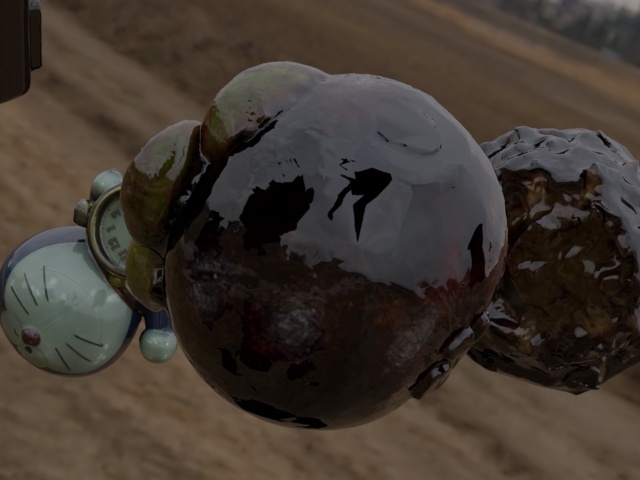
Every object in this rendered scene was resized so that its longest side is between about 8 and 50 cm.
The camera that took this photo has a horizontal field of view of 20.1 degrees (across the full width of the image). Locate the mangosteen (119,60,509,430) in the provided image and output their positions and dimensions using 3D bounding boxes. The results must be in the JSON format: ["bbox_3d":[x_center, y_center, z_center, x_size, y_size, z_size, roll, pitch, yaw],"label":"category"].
[{"bbox_3d":[0.000,0.000,0.966,0.210,0.210,0.210,22,9,-4],"label":"mangosteen"}]

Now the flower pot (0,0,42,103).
[{"bbox_3d":[-0.162,-0.148,0.715,0.084,0.251,0.179,-11,58,-18],"label":"flower pot"}]

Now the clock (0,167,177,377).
[{"bbox_3d":[-0.216,0.042,1.850,0.199,0.243,0.146,60,11,-2],"label":"clock"}]

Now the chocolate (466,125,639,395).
[{"bbox_3d":[0.199,0.020,1.408,0.224,0.206,0.177,61,-6,-6],"label":"chocolate"}]
